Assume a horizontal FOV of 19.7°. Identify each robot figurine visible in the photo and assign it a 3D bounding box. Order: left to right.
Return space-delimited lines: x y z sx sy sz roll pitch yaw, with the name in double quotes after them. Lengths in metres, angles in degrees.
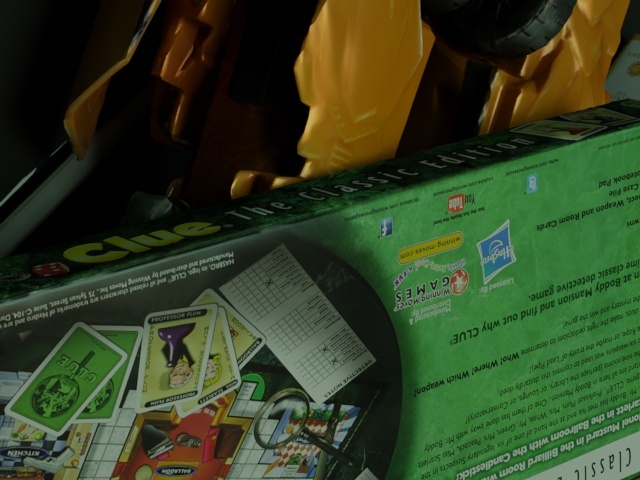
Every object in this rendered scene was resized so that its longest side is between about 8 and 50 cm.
0.000 0.000 0.520 0.211 0.085 0.291 23 85 -48 "robot figurine"

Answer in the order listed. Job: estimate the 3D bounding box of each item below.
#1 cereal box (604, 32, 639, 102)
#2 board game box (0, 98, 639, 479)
0.105 0.069 0.685 0.240 0.047 0.173 -57 137 -17 "cereal box"
-0.002 0.053 0.450 0.260 0.030 0.136 -15 108 -38 "board game box"
